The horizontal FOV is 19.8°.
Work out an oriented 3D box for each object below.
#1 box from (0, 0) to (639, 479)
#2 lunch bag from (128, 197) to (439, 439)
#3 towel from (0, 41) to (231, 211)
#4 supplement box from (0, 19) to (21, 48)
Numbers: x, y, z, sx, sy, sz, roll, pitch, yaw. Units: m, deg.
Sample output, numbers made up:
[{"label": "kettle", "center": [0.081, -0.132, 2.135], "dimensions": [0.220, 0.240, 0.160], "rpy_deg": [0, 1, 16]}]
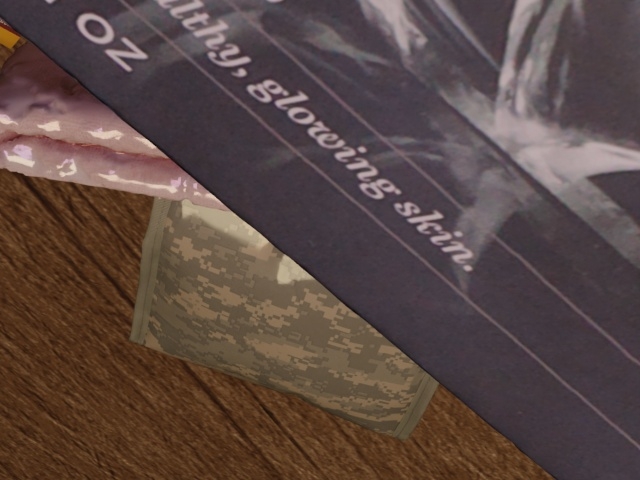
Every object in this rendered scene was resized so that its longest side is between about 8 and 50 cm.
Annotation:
[{"label": "box", "center": [0.158, -0.188, 0.477], "dimensions": [0.480, 0.297, 0.472], "rpy_deg": [40, 136, -17]}, {"label": "lunch bag", "center": [0.000, 0.000, 1.289], "dimensions": [0.235, 0.169, 0.287], "rpy_deg": [20, 156, -1]}, {"label": "towel", "center": [0.031, -0.111, 0.929], "dimensions": [0.317, 0.332, 0.053], "rpy_deg": [10, 124, 12]}, {"label": "supplement box", "center": [-0.145, -0.239, 0.928], "dimensions": [0.129, 0.194, 0.191], "rpy_deg": [30, 150, -18]}]
